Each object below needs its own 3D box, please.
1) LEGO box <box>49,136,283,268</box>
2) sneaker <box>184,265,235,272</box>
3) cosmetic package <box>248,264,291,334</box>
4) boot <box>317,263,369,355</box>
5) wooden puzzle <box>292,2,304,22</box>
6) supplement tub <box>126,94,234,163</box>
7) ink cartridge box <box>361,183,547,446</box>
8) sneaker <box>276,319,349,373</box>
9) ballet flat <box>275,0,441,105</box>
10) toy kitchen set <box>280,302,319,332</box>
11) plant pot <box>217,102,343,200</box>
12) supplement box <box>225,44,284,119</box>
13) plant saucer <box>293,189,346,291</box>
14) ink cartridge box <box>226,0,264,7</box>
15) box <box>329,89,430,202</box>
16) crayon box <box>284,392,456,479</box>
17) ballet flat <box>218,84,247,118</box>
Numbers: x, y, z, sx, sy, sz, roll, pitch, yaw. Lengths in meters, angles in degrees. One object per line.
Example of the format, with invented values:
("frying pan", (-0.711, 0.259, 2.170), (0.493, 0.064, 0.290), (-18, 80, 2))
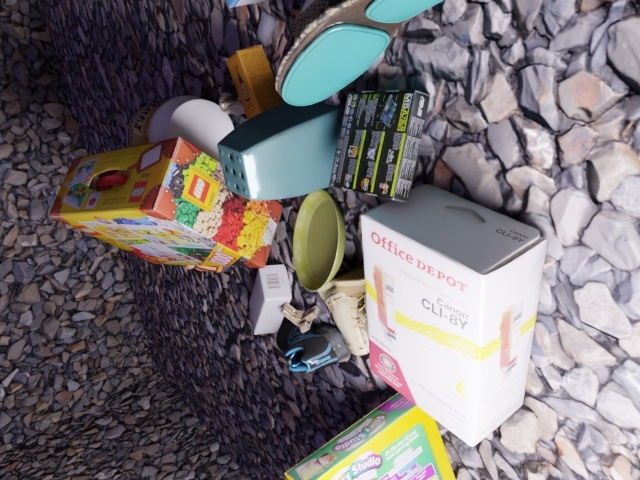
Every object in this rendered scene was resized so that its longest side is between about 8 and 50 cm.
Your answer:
("LEGO box", (-0.416, -0.081, 1.542), (0.501, 0.193, 0.373), (-1, 157, 41))
("sneaker", (-0.345, 0.006, 1.882), (0.321, 0.180, 0.124), (-100, 31, -51))
("cosmetic package", (-0.155, 0.182, 1.723), (0.231, 0.086, 0.117), (111, 150, -54))
("boot", (0.094, 0.166, 1.339), (0.262, 0.095, 0.203), (-22, 93, 62))
("wooden puzzle", (-0.039, -0.444, 1.169), (0.049, 0.006, 0.083), (36, 140, 40))
("supplement tub", (-0.399, -0.291, 1.628), (0.316, 0.228, 0.228), (10, 121, 54))
("ink cartridge box", (0.225, 0.129, 1.039), (0.279, 0.161, 0.384), (31, 137, 44))
("sneaker", (-0.063, 0.303, 1.647), (0.341, 0.140, 0.125), (-12, 105, 61))
("ballet flat", (0.073, -0.395, 0.918), (0.483, 0.164, 0.181), (-25, 70, 55))
("toy kitchen set", (-0.062, 0.210, 1.596), (0.075, 0.068, 0.083), (40, 132, -18))
("plant pot", (-0.086, -0.184, 1.213), (0.166, 0.234, 0.165), (27, 133, 46))
("supplement box", (-0.139, -0.332, 1.342), (0.078, 0.080, 0.233), (-6, 109, 58))
("plant saucer", (0.000, 0.000, 1.341), (0.241, 0.037, 0.240), (-17, 70, 62))
("ink cartridge box", (-0.143, -0.636, 1.059), (0.223, 0.129, 0.307), (-17, 98, 60))
("box", (0.102, -0.176, 1.038), (0.184, 0.045, 0.190), (17, 98, 49))
("crayon box", (0.138, 0.581, 1.319), (0.106, 0.363, 0.312), (-5, 108, 59))
("ballet flat", (-0.217, -0.350, 1.456), (0.203, 0.074, 0.074), (32, 138, 43))
